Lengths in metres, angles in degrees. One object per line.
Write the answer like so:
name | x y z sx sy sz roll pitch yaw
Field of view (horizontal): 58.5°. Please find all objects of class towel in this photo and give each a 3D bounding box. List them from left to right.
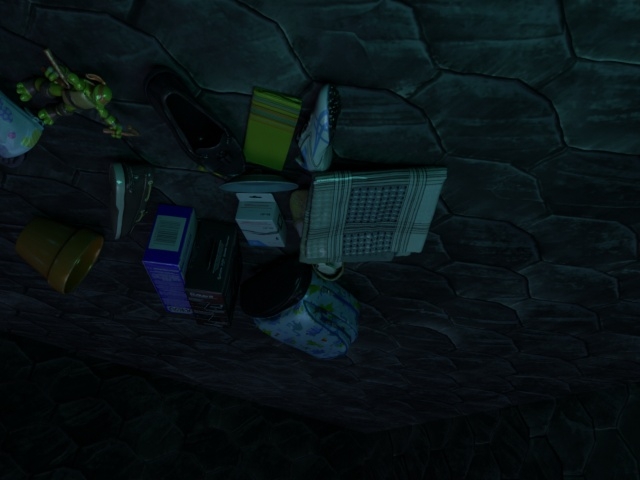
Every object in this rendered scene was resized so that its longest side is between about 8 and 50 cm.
towel | -0.110 -0.235 1.233 0.102 0.021 0.237 18 150 -5
towel | 0.114 -0.044 1.345 0.311 0.056 0.324 -4 143 -11

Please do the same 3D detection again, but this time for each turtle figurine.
turtle figurine | -0.504 -0.301 1.157 0.217 0.087 0.269 4 159 24

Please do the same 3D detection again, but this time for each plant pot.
plant pot | -0.790 0.028 1.710 0.187 0.205 0.205 30 147 -6

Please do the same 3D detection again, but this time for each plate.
plate | -0.145 -0.135 1.348 0.188 0.024 0.188 -2 178 0

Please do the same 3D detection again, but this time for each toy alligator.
toy alligator | -0.228 -0.181 1.331 0.189 0.056 0.051 13 -169 -33

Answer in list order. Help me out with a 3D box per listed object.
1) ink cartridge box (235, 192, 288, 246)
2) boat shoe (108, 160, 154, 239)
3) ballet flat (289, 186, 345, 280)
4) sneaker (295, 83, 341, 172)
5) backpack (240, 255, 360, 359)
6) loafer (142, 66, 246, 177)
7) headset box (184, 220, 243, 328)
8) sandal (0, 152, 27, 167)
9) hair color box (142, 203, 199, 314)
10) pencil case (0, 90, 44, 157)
ink cartridge box | -0.158 -0.052 1.512 0.104 0.060 0.180 2 151 13
boat shoe | -0.493 -0.098 1.480 0.096 0.117 0.324 -11 157 -26
ballet flat | 0.000 0.000 1.509 0.123 0.123 0.349 0 148 16
sneaker | -0.009 -0.223 1.165 0.086 0.085 0.237 16 147 2
backpack | -0.035 0.226 1.810 0.290 0.274 0.355 -25 149 35
loafer | -0.248 -0.220 1.183 0.109 0.095 0.302 -40 136 0
headset box | -0.304 0.098 1.656 0.110 0.218 0.293 7 150 1
sandal | -0.811 -0.249 1.313 0.254 0.054 0.097 23 113 -18
hair color box | -0.410 0.066 1.661 0.110 0.185 0.339 7 151 0
pencil case | -0.718 -0.294 1.200 0.124 0.114 0.273 -13 145 16
